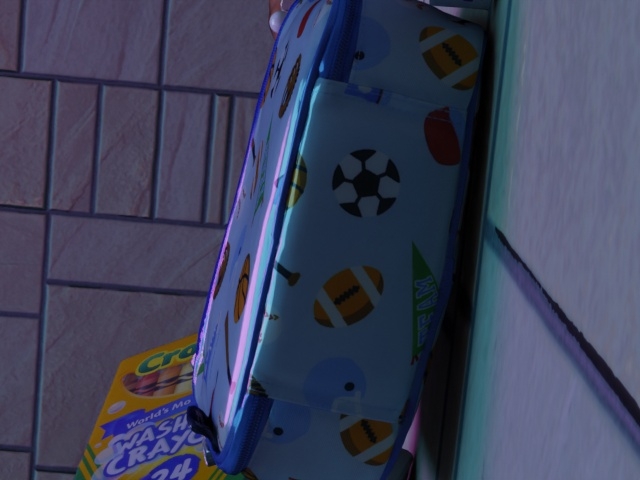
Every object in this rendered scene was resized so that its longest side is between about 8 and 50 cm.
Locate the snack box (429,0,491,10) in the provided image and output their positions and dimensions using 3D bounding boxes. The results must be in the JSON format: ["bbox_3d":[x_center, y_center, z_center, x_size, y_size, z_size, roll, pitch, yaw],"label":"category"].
[{"bbox_3d":[0.083,-0.198,0.851,0.141,0.037,0.100,102,173,-64],"label":"snack box"}]

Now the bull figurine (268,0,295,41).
[{"bbox_3d":[0.002,-0.341,1.852,0.188,0.101,0.310,-100,16,-70],"label":"bull figurine"}]

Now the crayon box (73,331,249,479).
[{"bbox_3d":[-0.082,0.154,1.358,0.323,0.203,0.083,-77,-37,-63],"label":"crayon box"}]

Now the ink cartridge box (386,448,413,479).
[{"bbox_3d":[-0.029,0.289,1.096,0.239,0.060,0.275,-53,-19,-39],"label":"ink cartridge box"}]

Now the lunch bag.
[{"bbox_3d":[0.000,0.000,0.985,0.243,0.115,0.303,-139,65,-77],"label":"lunch bag"}]

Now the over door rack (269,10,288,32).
[{"bbox_3d":[-0.009,-0.103,1.659,0.239,0.108,0.324,98,175,-49],"label":"over door rack"}]
